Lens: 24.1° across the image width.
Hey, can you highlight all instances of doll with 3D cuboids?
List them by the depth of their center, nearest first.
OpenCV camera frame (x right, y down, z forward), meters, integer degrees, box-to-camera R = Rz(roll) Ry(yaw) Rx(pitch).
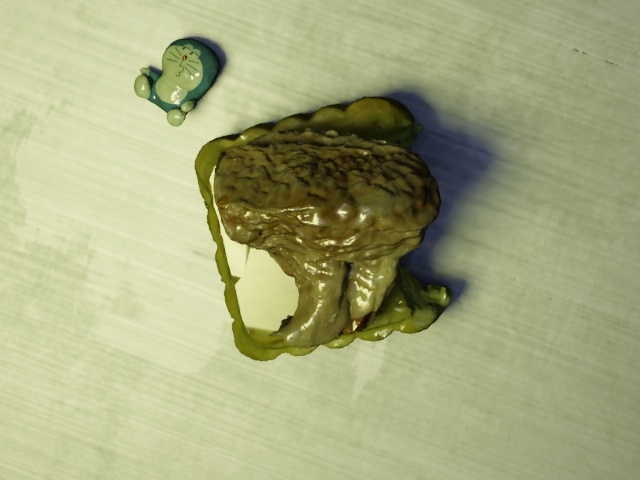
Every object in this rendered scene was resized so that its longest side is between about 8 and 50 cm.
[{"bbox_3d":[-0.141,-0.163,1.495,0.076,0.050,0.083,37,99,17],"label":"doll"}]

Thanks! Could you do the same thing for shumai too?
[{"bbox_3d":[0.000,0.000,1.344,0.206,0.166,0.176,8,119,4],"label":"shumai"}]

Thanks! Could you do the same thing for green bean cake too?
[{"bbox_3d":[0.005,-0.010,1.467,0.233,0.124,0.236,-13,95,4],"label":"green bean cake"}]
